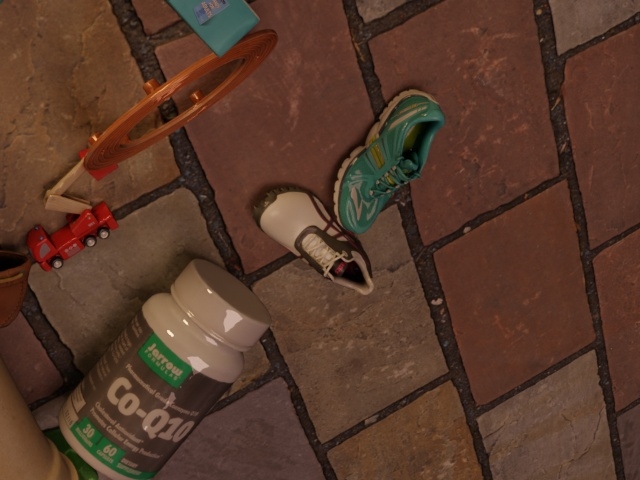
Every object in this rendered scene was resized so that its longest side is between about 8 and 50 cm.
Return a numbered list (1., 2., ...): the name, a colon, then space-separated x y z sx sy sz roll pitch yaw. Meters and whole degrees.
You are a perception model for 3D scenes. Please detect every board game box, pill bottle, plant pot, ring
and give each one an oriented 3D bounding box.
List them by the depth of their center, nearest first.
1. board game box: -0.244 -0.415 1.583 0.079 0.254 0.336 -43 133 1
2. ring: -0.204 -0.207 1.772 0.336 0.336 0.032 -35 88 -1
3. plant pot: -0.574 0.307 1.906 0.334 0.334 0.305 -20 120 -16
4. pill bottle: -0.259 0.218 2.075 0.204 0.204 0.361 30 104 -41

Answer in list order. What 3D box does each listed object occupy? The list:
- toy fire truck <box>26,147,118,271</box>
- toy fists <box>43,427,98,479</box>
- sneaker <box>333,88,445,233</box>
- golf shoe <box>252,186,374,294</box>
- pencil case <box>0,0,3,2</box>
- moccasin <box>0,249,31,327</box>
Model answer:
1. toy fire truck: -0.384 -0.049 1.912 0.192 0.047 0.135 -33 133 -4
2. toy fists: -0.522 0.434 2.119 0.279 0.142 0.096 -17 134 -19
3. sneaker: 0.115 -0.127 2.094 0.107 0.110 0.275 19 108 -37
4. golf shoe: 0.000 0.000 2.126 0.105 0.120 0.273 -48 131 11
5. pencil case: -0.494 -0.328 1.630 0.152 0.064 0.070 -18 132 -18
6. moccasin: -0.601 0.047 1.793 0.380 0.139 0.147 10 116 -35
